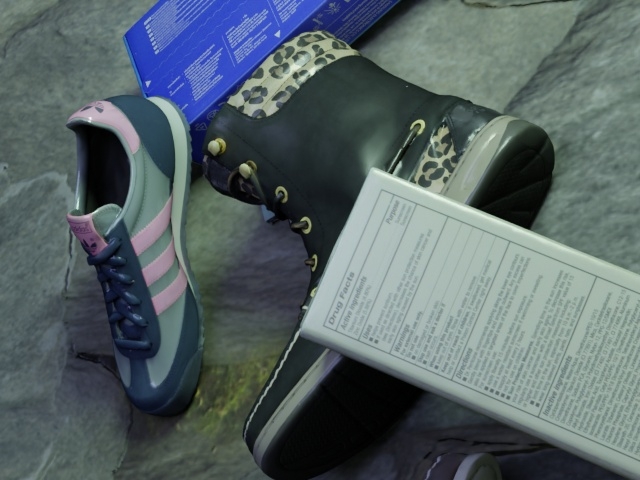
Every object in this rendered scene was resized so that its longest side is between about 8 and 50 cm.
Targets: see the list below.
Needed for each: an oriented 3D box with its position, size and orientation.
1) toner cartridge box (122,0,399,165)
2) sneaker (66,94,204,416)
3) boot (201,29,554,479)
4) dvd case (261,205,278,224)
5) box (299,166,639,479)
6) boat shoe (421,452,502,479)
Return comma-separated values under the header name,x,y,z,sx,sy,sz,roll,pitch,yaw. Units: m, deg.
name,x,y,z,sx,sy,sz,roll,pitch,yaw
toner cartridge box,-0.041,-0.244,1.631,0.348,0.075,0.165,-39,52,25
sneaker,-0.195,0.018,1.585,0.112,0.131,0.319,-7,88,37
boot,0.000,0.000,1.465,0.284,0.138,0.377,36,92,36
dvd case,-0.015,-0.079,1.602,0.119,0.013,0.087,-29,57,24
box,0.157,0.072,1.251,0.311,0.121,0.148,24,87,12
boat shoe,0.064,0.321,1.320,0.096,0.116,0.324,12,86,37
